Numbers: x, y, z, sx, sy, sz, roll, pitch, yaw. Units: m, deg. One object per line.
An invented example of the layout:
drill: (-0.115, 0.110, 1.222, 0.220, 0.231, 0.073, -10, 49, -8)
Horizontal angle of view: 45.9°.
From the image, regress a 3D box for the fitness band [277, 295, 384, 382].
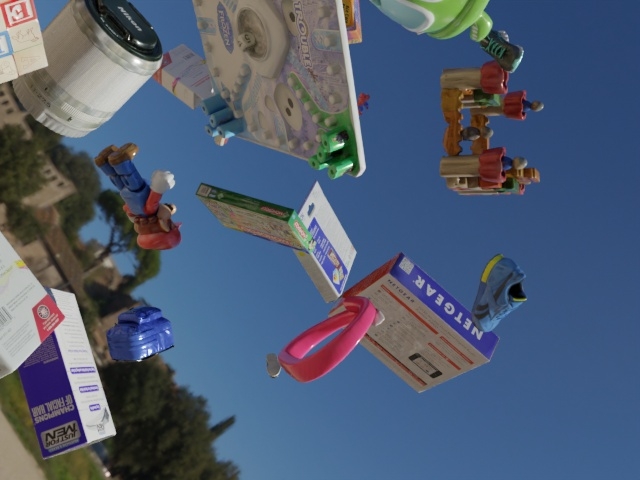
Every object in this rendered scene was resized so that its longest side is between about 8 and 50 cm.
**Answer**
fitness band: (0.016, 0.194, 1.487, 0.054, 0.209, 0.291, 52, -12, -5)

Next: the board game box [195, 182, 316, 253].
board game box: (-0.186, -0.064, 2.198, 0.317, 0.046, 0.213, 17, -20, 25)

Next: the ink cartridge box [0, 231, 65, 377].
ink cartridge box: (-0.398, 0.063, 0.871, 0.175, 0.072, 0.127, 58, 21, -15)

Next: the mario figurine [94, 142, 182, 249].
mario figurine: (-0.459, -0.119, 2.016, 0.321, 0.170, 0.198, 66, -8, -28)

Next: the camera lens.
camera lens: (-0.490, -0.380, 1.609, 0.274, 0.219, 0.219, -38, -97, 23)

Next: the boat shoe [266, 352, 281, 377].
boat shoe: (-0.149, 0.402, 2.379, 0.125, 0.046, 0.038, -122, -155, -65)

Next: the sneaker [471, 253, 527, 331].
sneaker: (0.349, 0.121, 1.463, 0.082, 0.069, 0.209, 40, -34, 31)

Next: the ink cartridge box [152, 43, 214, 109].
ink cartridge box: (-0.340, -0.428, 2.021, 0.198, 0.115, 0.067, 39, -33, 16)

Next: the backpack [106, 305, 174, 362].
backpack: (-0.374, 0.191, 1.528, 0.098, 0.120, 0.101, -7, -79, 30)

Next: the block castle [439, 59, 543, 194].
block castle: (0.459, -0.275, 1.967, 0.212, 0.453, 0.303, 1, -91, 22)

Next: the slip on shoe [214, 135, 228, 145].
slip on shoe: (-0.178, -0.355, 1.947, 0.331, 0.101, 0.123, -45, -148, 36)

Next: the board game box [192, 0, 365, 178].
board game box: (-0.100, -0.305, 1.116, 0.390, 0.050, 0.390, 25, -47, 49)

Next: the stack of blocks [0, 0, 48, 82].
stack of blocks: (-0.512, -0.258, 0.945, 0.087, 0.297, 0.171, 53, -26, 21)

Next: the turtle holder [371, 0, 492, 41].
turtle holder: (0.179, -0.447, 1.220, 0.320, 0.227, 0.243, -101, -151, -50)

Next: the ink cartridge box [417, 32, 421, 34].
ink cartridge box: (0.279, -0.620, 1.972, 0.099, 0.056, 0.135, -11, -63, 35)

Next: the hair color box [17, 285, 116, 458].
hair color box: (-0.559, 0.279, 1.617, 0.185, 0.110, 0.339, 74, -5, -80)

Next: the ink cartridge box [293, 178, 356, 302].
ink cartridge box: (0.000, 0.000, 2.479, 0.072, 0.304, 0.307, -23, -69, 26)

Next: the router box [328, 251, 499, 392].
router box: (0.231, 0.220, 1.929, 0.335, 0.082, 0.301, 41, -39, -7)

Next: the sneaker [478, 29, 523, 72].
sneaker: (0.392, -0.428, 1.686, 0.166, 0.076, 0.065, -110, -141, -54)

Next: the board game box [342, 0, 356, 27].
board game box: (-0.077, -0.772, 2.248, 0.356, 0.356, 0.356, -47, 132, -80)

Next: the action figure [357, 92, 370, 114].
action figure: (0.099, -0.332, 1.808, 0.030, 0.038, 0.115, 53, -2, 4)
